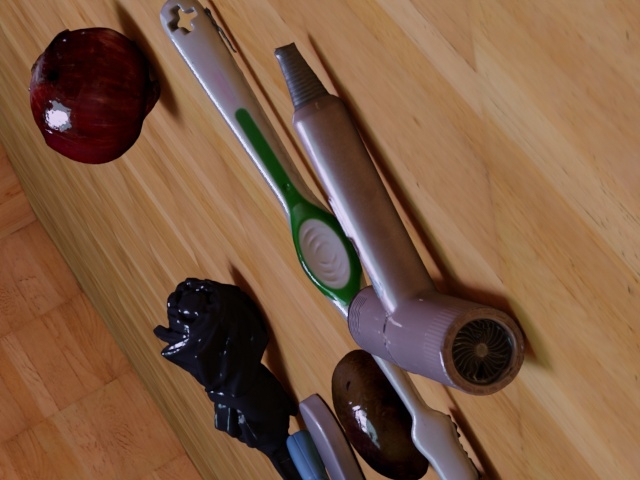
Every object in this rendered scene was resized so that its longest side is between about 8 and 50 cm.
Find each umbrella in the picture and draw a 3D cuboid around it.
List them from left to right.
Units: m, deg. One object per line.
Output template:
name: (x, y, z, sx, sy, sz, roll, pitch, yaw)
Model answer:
umbrella: (-0.078, 0.165, 1.958, 0.118, 0.118, 0.340, 49, 170, 46)

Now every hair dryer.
hair dryer: (0.038, -0.020, 1.098, 0.220, 0.054, 0.195, 69, 167, -10)

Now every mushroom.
mushroom: (0.043, 0.145, 1.455, 0.123, 0.052, 0.123, 61, 171, 17)

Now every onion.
onion: (-0.212, -0.138, 1.696, 0.131, 0.131, 0.131, 57, 168, 18)

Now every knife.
knife: (0.014, 0.281, 1.893, 0.244, 0.032, 0.058, -121, 8, -54)

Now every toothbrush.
toothbrush: (-0.001, 0.000, 1.301, 0.418, 0.042, 0.040, 58, -168, 4)

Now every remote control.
remote control: (0.032, 0.256, 1.859, 0.077, 0.022, 0.245, 48, 164, 56)
